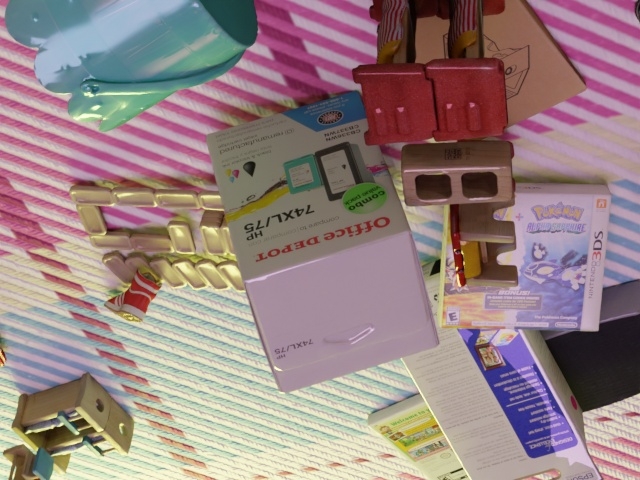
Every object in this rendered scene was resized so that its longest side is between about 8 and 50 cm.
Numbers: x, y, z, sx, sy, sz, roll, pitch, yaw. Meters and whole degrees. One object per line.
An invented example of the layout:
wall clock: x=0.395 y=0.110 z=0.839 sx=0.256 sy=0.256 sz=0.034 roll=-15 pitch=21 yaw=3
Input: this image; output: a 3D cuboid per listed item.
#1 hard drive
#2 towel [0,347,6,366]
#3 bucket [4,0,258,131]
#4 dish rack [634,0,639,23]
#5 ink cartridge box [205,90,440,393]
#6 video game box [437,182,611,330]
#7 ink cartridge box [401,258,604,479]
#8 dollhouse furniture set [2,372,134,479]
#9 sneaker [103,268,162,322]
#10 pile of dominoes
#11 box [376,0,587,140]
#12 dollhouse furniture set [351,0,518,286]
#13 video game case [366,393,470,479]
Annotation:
hard drive: x=0.353 y=0.160 z=2.149 sx=0.255 sy=0.054 sz=0.172 roll=-21 pitch=121 yaw=25
towel: x=-0.568 y=0.097 z=2.193 sx=0.199 sy=0.031 sz=0.275 roll=-4 pitch=141 yaw=10
bucket: x=-0.199 y=-0.269 z=1.639 sx=0.183 sy=0.281 sz=0.281 roll=-23 pitch=129 yaw=16
dish rack: x=0.509 y=-0.241 z=1.727 sx=0.271 sy=0.074 sz=0.208 roll=-31 pitch=126 yaw=29
ink cartridge box: x=0.000 y=0.000 z=1.852 sx=0.198 sy=0.270 sz=0.197 roll=-17 pitch=133 yaw=-1
video game box: x=0.254 y=0.020 z=1.975 sx=0.205 sy=0.048 sz=0.187 roll=1 pitch=109 yaw=-1
ink cartridge box: x=0.228 y=0.189 z=2.116 sx=0.176 sy=0.069 sz=0.371 roll=-21 pitch=108 yaw=24
dollhouse furniture set: x=-0.370 y=0.317 z=2.304 sx=0.129 sy=0.183 sz=0.129 roll=-19 pitch=130 yaw=24
sneaker: x=-0.252 y=0.073 z=2.138 sx=0.042 sy=0.067 sz=0.118 roll=31 pitch=168 yaw=-23
pile of dominoes: x=-0.184 y=-0.011 z=2.073 sx=0.251 sy=0.040 sz=0.196 roll=3 pitch=140 yaw=14
box: x=0.188 y=-0.211 z=1.826 sx=0.164 sy=0.021 sz=0.201 roll=-24 pitch=127 yaw=27
dollhouse furniture set: x=0.135 y=-0.134 z=1.763 sx=0.152 sy=0.201 sz=0.374 roll=-2 pitch=141 yaw=8
video game case: x=0.209 y=0.278 z=2.315 sx=0.212 sy=0.023 sz=0.193 roll=-27 pitch=127 yaw=30
